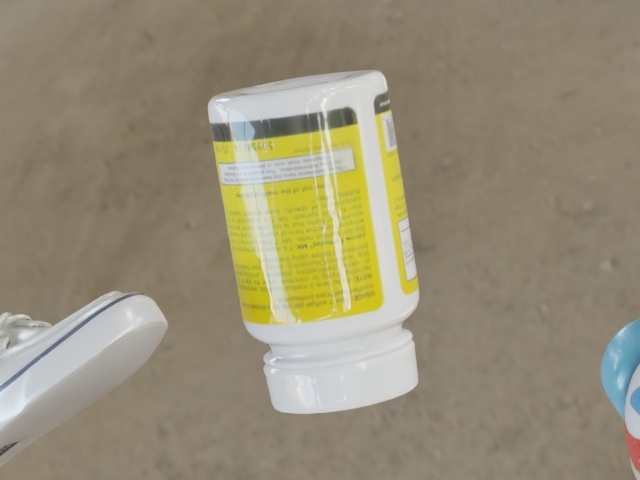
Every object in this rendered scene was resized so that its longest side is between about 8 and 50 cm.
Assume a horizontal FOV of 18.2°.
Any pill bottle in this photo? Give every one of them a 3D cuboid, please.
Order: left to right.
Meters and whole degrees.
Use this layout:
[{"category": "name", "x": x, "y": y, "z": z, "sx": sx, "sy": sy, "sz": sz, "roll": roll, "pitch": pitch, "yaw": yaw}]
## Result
[{"category": "pill bottle", "x": 0.000, "y": 0.000, "z": 1.298, "sx": 0.119, "sy": 0.209, "sz": 0.119, "roll": -9, "pitch": 8, "yaw": 1}]

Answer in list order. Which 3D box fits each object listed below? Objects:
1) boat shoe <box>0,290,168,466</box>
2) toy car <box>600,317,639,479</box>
[{"category": "boat shoe", "x": -0.214, "y": 0.093, "z": 1.334, "sx": 0.267, "sy": 0.088, "sz": 0.096, "roll": -37, "pitch": -14, "yaw": 33}, {"category": "toy car", "x": 0.271, "y": 0.031, "z": 1.150, "sx": 0.210, "sy": 0.238, "sz": 0.219, "roll": -14, "pitch": 24, "yaw": -7}]
